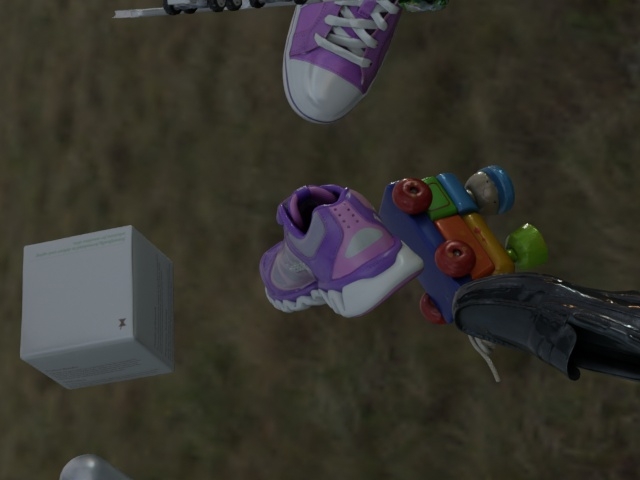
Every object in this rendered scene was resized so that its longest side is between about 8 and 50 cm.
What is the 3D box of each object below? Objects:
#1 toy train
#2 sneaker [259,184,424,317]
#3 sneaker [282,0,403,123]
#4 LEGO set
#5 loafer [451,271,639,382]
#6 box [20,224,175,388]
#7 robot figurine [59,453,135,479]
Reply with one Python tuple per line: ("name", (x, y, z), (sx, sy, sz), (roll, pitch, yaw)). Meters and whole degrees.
("toy train", (0.175, 0.030, 1.750), (0.248, 0.143, 0.105), (57, 154, 29))
("sneaker", (0.000, 0.000, 1.446), (0.104, 0.095, 0.236), (56, 162, -11))
("sneaker", (0.047, -0.242, 1.600), (0.161, 0.102, 0.282), (-139, 72, -81))
("LEGO set", (-0.011, -0.151, 0.935), (0.244, 0.182, 0.060), (-154, 59, -73))
("loafer", (0.215, 0.079, 1.462), (0.076, 0.223, 0.078), (73, -146, -45))
("box", (-0.179, 0.056, 1.372), (0.087, 0.101, 0.102), (49, -146, -61))
("robot figurine", (-0.185, 0.309, 1.229), (0.200, 0.353, 0.300), (-24, 39, 50))
